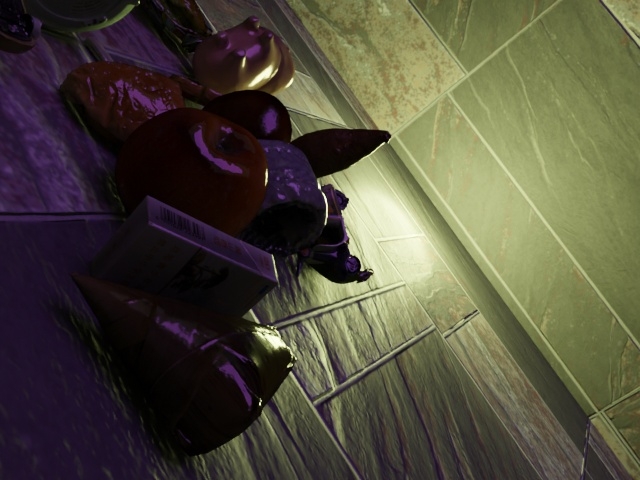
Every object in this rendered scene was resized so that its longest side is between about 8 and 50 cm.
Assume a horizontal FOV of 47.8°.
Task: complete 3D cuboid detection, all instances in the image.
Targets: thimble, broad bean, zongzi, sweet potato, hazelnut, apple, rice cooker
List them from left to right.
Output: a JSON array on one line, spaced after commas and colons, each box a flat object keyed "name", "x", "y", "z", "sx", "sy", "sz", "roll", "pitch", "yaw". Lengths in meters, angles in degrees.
[{"name": "rice cooker", "x": -0.480, "y": -0.576, "z": 1.373, "sx": 0.288, "sy": 0.288, "sz": 0.277, "roll": 26, "pitch": 34, "yaw": -52}, {"name": "zongzi", "x": -0.182, "y": 0.127, "z": 1.025, "sx": 0.300, "sy": 0.145, "sz": 0.274, "roll": 46, "pitch": 15, "yaw": 3}, {"name": "apple", "x": -0.212, "y": -0.109, "z": 1.232, "sx": 0.253, "sy": 0.253, "sz": 0.254, "roll": 44, "pitch": 20, "yaw": -21}, {"name": "hazelnut", "x": -0.167, "y": -0.213, "z": 1.531, "sx": 0.229, "sy": 0.229, "sz": 0.229, "roll": 44, "pitch": 20, "yaw": -21}, {"name": "thimble", "x": -0.103, "y": -0.074, "z": 1.455, "sx": 0.245, "sy": 0.217, "sz": 0.157, "roll": 63, "pitch": 3, "yaw": -61}, {"name": "broad bean", "x": 0.000, "y": 0.000, "z": 1.728, "sx": 0.144, "sy": 0.049, "sz": 0.292, "roll": -33, "pitch": 81, "yaw": -39}, {"name": "sweet potato", "x": 0.010, "y": -0.218, "z": 1.781, "sx": 0.131, "sy": 0.336, "sz": 0.131, "roll": 49, "pitch": 30, "yaw": -42}]

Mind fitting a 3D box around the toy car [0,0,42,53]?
[{"name": "toy car", "x": -0.547, "y": -0.400, "z": 1.153, "sx": 0.101, "sy": 0.124, "sz": 0.257, "roll": 10, "pitch": 55, "yaw": -63}]

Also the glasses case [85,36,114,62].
[{"name": "glasses case", "x": -0.453, "y": -0.385, "z": 1.488, "sx": 0.083, "sy": 0.021, "sz": 0.032, "roll": 52, "pitch": 16, "yaw": 1}]

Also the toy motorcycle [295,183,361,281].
[{"name": "toy motorcycle", "x": 0.002, "y": -0.022, "z": 1.654, "sx": 0.157, "sy": 0.091, "sz": 0.263, "roll": -1, "pitch": 59, "yaw": -25}]

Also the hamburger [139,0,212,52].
[{"name": "hamburger", "x": -0.382, "y": -0.604, "z": 1.879, "sx": 0.214, "sy": 0.125, "sz": 0.235, "roll": 50, "pitch": 2, "yaw": 27}]

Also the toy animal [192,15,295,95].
[{"name": "toy animal", "x": -0.205, "y": -0.465, "z": 1.928, "sx": 0.326, "sy": 0.269, "sz": 0.237, "roll": -30, "pitch": 80, "yaw": -38}]

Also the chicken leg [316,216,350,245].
[{"name": "chicken leg", "x": -0.001, "y": -0.047, "z": 1.827, "sx": 0.207, "sy": 0.085, "sz": 0.101, "roll": 49, "pitch": 51, "yaw": 8}]

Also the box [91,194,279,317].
[{"name": "box", "x": -0.197, "y": 0.045, "z": 1.068, "sx": 0.233, "sy": 0.149, "sz": 0.067, "roll": 28, "pitch": 33, "yaw": -36}]

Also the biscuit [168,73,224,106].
[{"name": "biscuit", "x": -0.248, "y": -0.321, "z": 1.669, "sx": 0.238, "sy": 0.041, "sz": 0.212, "roll": 22, "pitch": 1, "yaw": 6}]

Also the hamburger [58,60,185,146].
[{"name": "hamburger", "x": -0.347, "y": -0.243, "z": 1.306, "sx": 0.207, "sy": 0.135, "sz": 0.155, "roll": 27, "pitch": 29, "yaw": -47}]
